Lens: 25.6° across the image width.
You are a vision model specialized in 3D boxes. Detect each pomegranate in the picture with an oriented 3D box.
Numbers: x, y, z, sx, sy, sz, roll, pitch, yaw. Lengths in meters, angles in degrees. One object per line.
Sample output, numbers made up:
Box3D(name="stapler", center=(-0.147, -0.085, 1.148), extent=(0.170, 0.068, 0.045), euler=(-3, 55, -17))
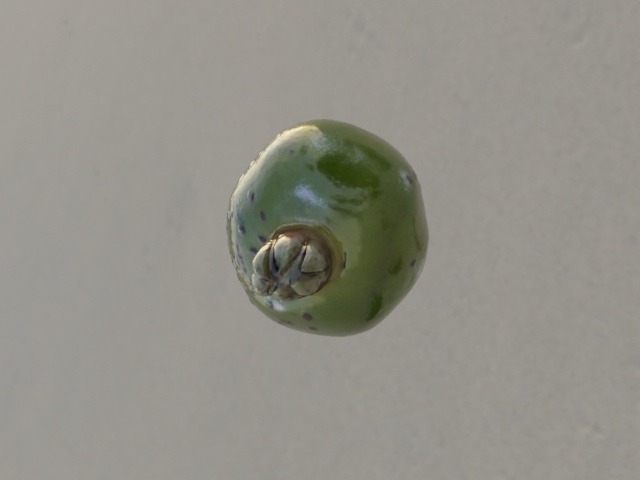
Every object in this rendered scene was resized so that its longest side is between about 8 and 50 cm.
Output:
Box3D(name="pomegranate", center=(-0.001, 0.003, 0.466), extent=(0.073, 0.073, 0.084), euler=(-37, 17, 49))
